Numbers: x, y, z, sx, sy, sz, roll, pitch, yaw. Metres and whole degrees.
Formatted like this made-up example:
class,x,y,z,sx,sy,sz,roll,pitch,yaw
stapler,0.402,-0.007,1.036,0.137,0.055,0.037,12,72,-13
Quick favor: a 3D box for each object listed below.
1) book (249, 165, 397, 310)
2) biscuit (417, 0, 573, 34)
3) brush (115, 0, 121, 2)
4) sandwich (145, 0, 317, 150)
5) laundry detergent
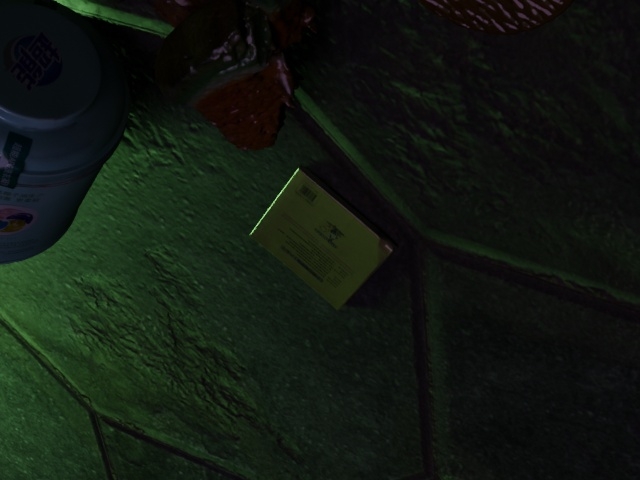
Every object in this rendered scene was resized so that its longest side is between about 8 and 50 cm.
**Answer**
class,x,y,z,sx,sy,sz,roll,pitch,yaw
book,0.000,0.000,1.993,0.168,0.013,0.192,40,143,0
biscuit,0.159,-0.329,1.504,0.262,0.037,0.262,24,140,21
brush,-0.333,-0.368,1.899,0.190,0.027,0.034,30,146,1
sandwich,-0.122,-0.216,1.728,0.250,0.162,0.301,22,148,33
laundry detergent,-0.418,-0.159,1.964,0.287,0.287,0.305,40,143,-1
